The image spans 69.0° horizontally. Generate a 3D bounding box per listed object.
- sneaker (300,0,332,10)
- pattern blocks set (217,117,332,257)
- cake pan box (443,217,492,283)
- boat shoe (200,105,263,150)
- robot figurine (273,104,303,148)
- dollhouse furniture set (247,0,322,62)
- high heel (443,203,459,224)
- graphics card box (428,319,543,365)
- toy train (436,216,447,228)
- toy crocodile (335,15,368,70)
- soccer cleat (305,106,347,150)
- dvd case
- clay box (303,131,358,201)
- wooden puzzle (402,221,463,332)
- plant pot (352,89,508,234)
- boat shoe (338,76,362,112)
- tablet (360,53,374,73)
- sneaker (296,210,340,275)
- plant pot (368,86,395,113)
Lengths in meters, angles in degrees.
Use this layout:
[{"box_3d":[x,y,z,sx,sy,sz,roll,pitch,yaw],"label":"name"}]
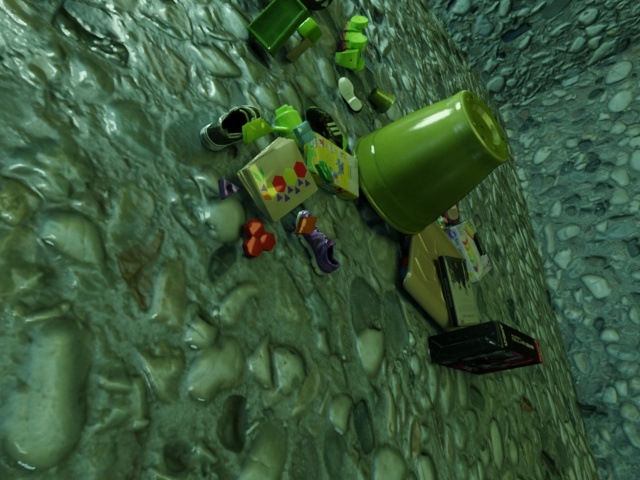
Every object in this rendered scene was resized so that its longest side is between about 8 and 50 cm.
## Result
[{"box_3d":[-0.118,-1.008,1.548,0.447,0.169,0.257,42,31,-44],"label":"sneaker"},{"box_3d":[-0.094,-0.135,1.052,0.325,0.026,0.285,-31,105,-43],"label":"pattern blocks set"},{"box_3d":[0.629,0.041,1.978,0.267,0.070,0.245,-16,85,-56],"label":"cake pan box"},{"box_3d":[-0.179,-0.264,1.055,0.078,0.070,0.219,56,35,-14],"label":"boat shoe"},{"box_3d":[-0.076,-0.293,1.216,0.101,0.067,0.115,-18,85,-64],"label":"robot figurine"},{"box_3d":[-0.162,-0.669,1.333,0.301,0.151,0.197,48,13,4],"label":"dollhouse furniture set"},{"box_3d":[0.549,-0.189,1.971,0.117,0.082,0.244,47,35,-76],"label":"high heel"},{"box_3d":[0.546,0.359,1.524,0.371,0.233,0.094,27,50,-44],"label":"graphics card box"},{"box_3d":[0.462,-0.119,1.865,0.166,0.046,0.125,44,40,-29],"label":"toy train"},{"box_3d":[0.119,-0.737,1.732,0.115,0.105,0.340,92,4,-51],"label":"toy crocodile"},{"box_3d":[0.021,-0.321,1.376,0.179,0.060,0.072,40,43,-37],"label":"soccer cleat"},{"box_3d":[0.474,0.174,1.590,0.179,0.029,0.238,10,67,-49],"label":"dvd case"},{"box_3d":[0.023,-0.206,1.304,0.222,0.053,0.127,22,60,-45],"label":"clay box"},{"box_3d":[0.378,0.104,1.595,0.322,0.080,0.348,45,44,-28],"label":"wooden puzzle"},{"box_3d":[0.351,-0.254,1.412,0.366,0.353,0.366,25,50,-34],"label":"plant pot"},{"box_3d":[0.101,-0.500,1.610,0.133,0.049,0.042,62,6,6],"label":"boat shoe"},{"box_3d":[0.191,-0.718,1.894,0.083,0.006,0.054,26,50,-45],"label":"tablet"},{"box_3d":[0.000,0.000,1.140,0.068,0.071,0.170,-29,93,-56],"label":"sneaker"},{"box_3d":[0.229,-0.544,1.785,0.079,0.083,0.083,30,46,-25],"label":"plant pot"}]
